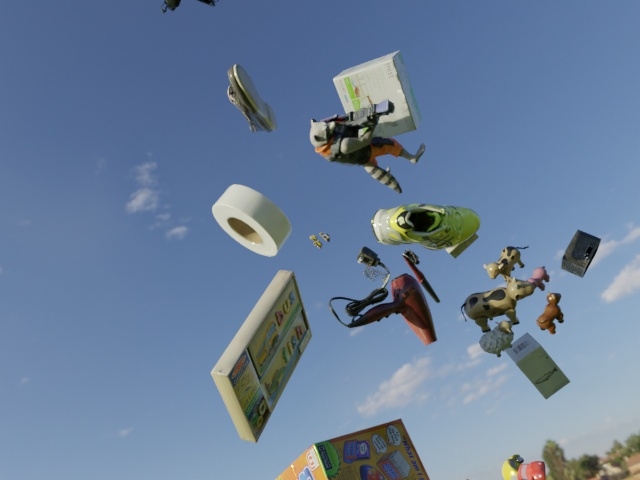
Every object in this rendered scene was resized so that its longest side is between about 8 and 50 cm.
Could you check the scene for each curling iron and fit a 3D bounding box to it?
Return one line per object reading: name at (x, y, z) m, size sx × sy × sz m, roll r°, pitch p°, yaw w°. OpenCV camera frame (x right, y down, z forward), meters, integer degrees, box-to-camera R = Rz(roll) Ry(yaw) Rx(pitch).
curling iron at (0.375, 0.138, 1.845) m, size 0.035 × 0.068 × 0.274 m, roll -40°, pitch -63°, yaw -11°

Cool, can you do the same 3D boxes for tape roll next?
tape roll at (-0.244, -0.068, 1.793) m, size 0.100 × 0.286 × 0.286 m, roll -56°, pitch -22°, yaw -24°

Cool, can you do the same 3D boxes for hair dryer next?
hair dryer at (0.174, 0.173, 1.273) m, size 0.294 × 0.223 × 0.080 m, roll 31°, pitch -27°, yaw -3°

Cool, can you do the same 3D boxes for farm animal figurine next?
farm animal figurine at (0.606, 0.171, 1.631) m, size 0.327 × 0.330 × 0.172 m, roll -31°, pitch -53°, yaw 8°

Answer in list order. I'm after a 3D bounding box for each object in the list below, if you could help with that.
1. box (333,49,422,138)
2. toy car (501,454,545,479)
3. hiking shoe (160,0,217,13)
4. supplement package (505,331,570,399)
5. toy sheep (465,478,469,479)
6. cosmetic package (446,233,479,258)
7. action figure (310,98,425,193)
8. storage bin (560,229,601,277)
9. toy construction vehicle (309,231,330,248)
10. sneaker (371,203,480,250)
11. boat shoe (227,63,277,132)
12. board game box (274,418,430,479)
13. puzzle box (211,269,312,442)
box at (0.207, -0.501, 1.780) m, size 0.231 × 0.126 × 0.261 m, roll -12°, pitch -63°, yaw 29°
toy car at (0.499, 0.665, 1.276) m, size 0.053 × 0.224 × 0.239 m, roll 14°, pitch -16°, yaw 9°
hiking shoe at (-0.263, -0.656, 1.251) m, size 0.304 × 0.113 × 0.132 m, roll -16°, pitch -72°, yaw -13°
supplement package at (0.725, 0.419, 1.678) m, size 0.105 × 0.105 × 0.179 m, roll -41°, pitch -78°, yaw 7°
toy sheep at (0.341, 0.603, 1.148) m, size 0.091 × 0.091 × 0.132 m, roll -30°, pitch -28°, yaw 14°
cosmetic package at (0.494, 0.004, 1.759) m, size 0.115 × 0.041 × 0.060 m, roll -44°, pitch -43°, yaw 10°
action figure at (0.125, -0.263, 1.403) m, size 0.330 × 0.178 × 0.341 m, roll 15°, pitch -8°, yaw -22°
storage bin at (0.944, 0.050, 1.817) m, size 0.122 × 0.084 × 0.180 m, roll -59°, pitch -28°, yaw -4°
toy construction vehicle at (0.000, 0.000, 2.417) m, size 0.086 × 0.098 × 0.035 m, roll -30°, pitch -51°, yaw -20°
sneaker at (0.345, -0.040, 1.495) m, size 0.385 × 0.145 × 0.147 m, roll -5°, pitch -1°, yaw -29°
boat shoe at (-0.226, -0.414, 1.534) m, size 0.096 × 0.112 × 0.335 m, roll -15°, pitch -16°, yaw 10°
board game box at (0.119, 0.847, 1.610) m, size 0.357 × 0.356 × 0.356 m, roll -2°, pitch -39°, yaw -33°
puzzle box at (-0.144, 0.310, 1.404) m, size 0.052 × 0.409 × 0.272 m, roll 2°, pitch -54°, yaw 24°
